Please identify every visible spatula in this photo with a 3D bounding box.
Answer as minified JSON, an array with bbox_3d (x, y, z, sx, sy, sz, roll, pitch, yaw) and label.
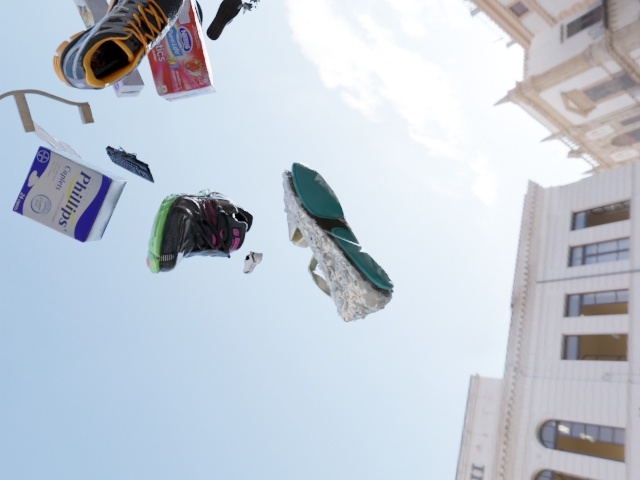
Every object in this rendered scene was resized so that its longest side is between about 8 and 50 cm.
[{"bbox_3d":[-0.615,-0.209,1.161,0.168,0.242,0.019,27,-106,13],"label":"spatula"}]

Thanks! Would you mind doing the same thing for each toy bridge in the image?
[{"bbox_3d":[-0.455,-0.197,0.720,0.188,0.026,0.063,-19,-68,-31],"label":"toy bridge"}]

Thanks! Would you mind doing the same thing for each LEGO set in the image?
[{"bbox_3d":[-0.194,-0.641,1.273,0.054,0.083,0.023,-25,-77,-48],"label":"LEGO set"}]

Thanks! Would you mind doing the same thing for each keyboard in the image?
[{"bbox_3d":[-0.587,-0.232,1.414,0.038,0.192,0.100,-49,-29,-34],"label":"keyboard"}]

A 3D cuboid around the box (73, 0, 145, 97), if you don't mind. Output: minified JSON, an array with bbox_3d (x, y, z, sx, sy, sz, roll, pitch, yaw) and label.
[{"bbox_3d":[-0.581,-0.549,1.282,0.067,0.063,0.324,-24,-92,-44],"label":"box"}]

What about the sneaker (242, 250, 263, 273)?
[{"bbox_3d":[-0.210,0.063,1.396,0.044,0.109,0.040,19,-133,-23],"label":"sneaker"}]

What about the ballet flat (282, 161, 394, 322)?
[{"bbox_3d":[0.000,0.000,0.991,0.147,0.147,0.409,-2,-134,-35],"label":"ballet flat"}]

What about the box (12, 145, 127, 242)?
[{"bbox_3d":[-0.442,-0.081,0.836,0.137,0.072,0.126,25,-87,-4],"label":"box"}]

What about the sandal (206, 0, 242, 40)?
[{"bbox_3d":[-0.343,-0.792,1.668,0.067,0.179,0.040,40,-156,-16],"label":"sandal"}]

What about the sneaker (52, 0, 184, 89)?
[{"bbox_3d":[-0.253,-0.276,0.629,0.215,0.083,0.084,-51,-38,-8],"label":"sneaker"}]

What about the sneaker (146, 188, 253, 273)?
[{"bbox_3d":[-0.318,-0.035,1.315,0.202,0.185,0.483,19,-158,6],"label":"sneaker"}]

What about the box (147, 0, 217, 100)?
[{"bbox_3d":[-0.337,-0.467,1.094,0.128,0.122,0.256,-13,-80,-3],"label":"box"}]

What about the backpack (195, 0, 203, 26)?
[{"bbox_3d":[-0.448,-0.659,1.373,0.188,0.144,0.165,20,-98,-35],"label":"backpack"}]
